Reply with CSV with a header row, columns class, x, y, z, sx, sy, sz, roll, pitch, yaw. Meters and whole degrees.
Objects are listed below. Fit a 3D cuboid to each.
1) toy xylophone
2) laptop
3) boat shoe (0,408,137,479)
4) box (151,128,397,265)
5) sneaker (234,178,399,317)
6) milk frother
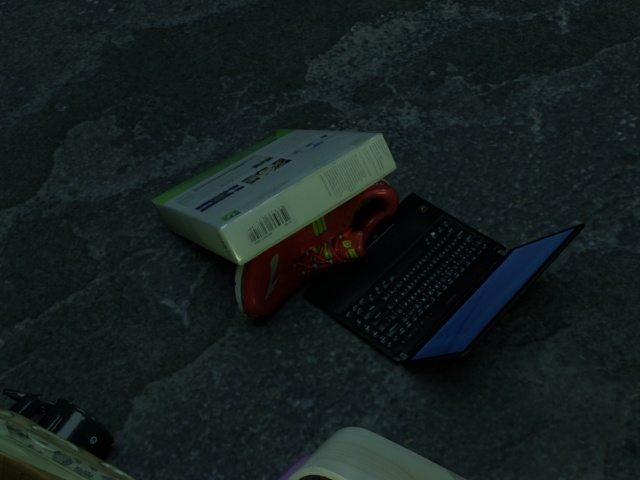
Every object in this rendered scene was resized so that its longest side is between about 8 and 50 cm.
class,x,y,z,sx,sy,sz,roll,pitch,yaw
toy xylophone,0.092,0.286,0.752,0.323,0.081,0.236,26,16,25
laptop,0.143,0.028,0.994,0.264,0.136,0.234,34,62,29
boat shoe,-0.232,0.267,0.820,0.285,0.104,0.089,36,20,-12
box,-0.076,-0.072,1.049,0.232,0.058,0.322,-32,21,-17
sneaker,0.000,0.000,1.044,0.118,0.107,0.279,24,58,36
milk frother,-0.341,0.246,0.919,0.143,0.129,0.134,-16,30,55
